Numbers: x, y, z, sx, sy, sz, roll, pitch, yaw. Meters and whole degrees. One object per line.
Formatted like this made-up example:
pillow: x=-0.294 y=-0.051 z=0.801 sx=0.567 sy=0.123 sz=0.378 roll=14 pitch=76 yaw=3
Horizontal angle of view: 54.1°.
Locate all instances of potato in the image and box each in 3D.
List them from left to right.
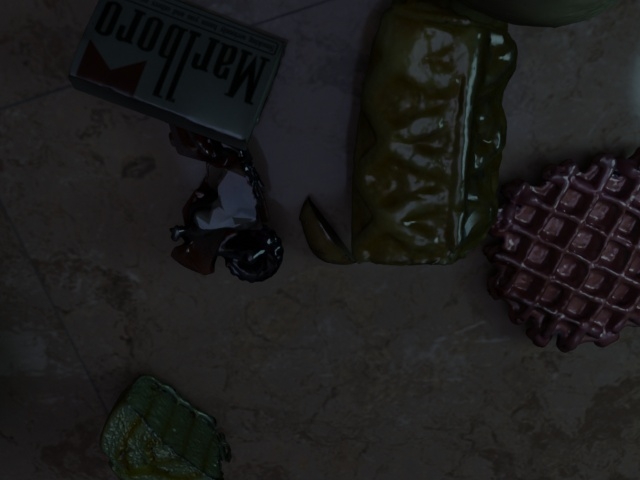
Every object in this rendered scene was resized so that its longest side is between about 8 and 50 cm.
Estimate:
potato: x=0.000 y=0.001 z=0.698 sx=0.036 sy=0.037 sz=0.093 roll=-33 pitch=108 yaw=16

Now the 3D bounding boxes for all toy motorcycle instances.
toy motorcycle: x=-0.116 y=-0.051 z=0.655 sx=0.118 sy=0.084 sz=0.213 roll=-13 pitch=100 yaw=8

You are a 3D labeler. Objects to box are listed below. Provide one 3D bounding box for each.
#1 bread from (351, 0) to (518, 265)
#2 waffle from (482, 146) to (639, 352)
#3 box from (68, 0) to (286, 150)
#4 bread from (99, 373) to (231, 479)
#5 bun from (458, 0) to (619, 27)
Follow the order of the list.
bread: x=0.108 y=-0.108 z=0.608 sx=0.152 sy=0.130 sz=0.268 roll=-9 pitch=112 yaw=-32
waffle: x=0.293 y=0.019 z=0.694 sx=0.221 sy=0.055 sz=0.234 roll=-18 pitch=110 yaw=7
box: x=-0.134 y=-0.170 z=0.604 sx=0.177 sy=0.036 sz=0.115 roll=19 pitch=78 yaw=-5
bread: x=-0.197 y=0.252 z=0.755 sx=0.156 sy=0.103 sz=0.110 roll=44 pitch=99 yaw=-8
bun: x=0.182 y=-0.339 z=0.439 sx=0.210 sy=0.359 sz=0.360 roll=-14 pitch=112 yaw=-19
